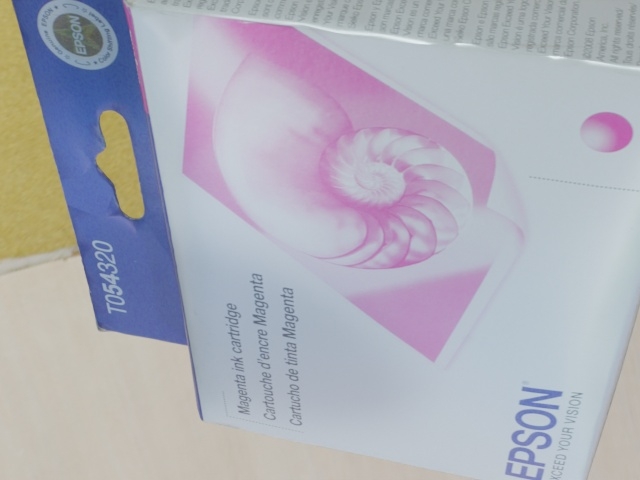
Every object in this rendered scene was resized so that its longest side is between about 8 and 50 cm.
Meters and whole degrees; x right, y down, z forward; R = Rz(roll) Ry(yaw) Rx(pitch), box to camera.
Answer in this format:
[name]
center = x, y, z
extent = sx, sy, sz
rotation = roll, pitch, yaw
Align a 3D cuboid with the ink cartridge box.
[ink cartridge box]
center = 0.000, 0.000, 0.595
extent = 0.330, 0.071, 0.324
rotation = 8, 139, 10
